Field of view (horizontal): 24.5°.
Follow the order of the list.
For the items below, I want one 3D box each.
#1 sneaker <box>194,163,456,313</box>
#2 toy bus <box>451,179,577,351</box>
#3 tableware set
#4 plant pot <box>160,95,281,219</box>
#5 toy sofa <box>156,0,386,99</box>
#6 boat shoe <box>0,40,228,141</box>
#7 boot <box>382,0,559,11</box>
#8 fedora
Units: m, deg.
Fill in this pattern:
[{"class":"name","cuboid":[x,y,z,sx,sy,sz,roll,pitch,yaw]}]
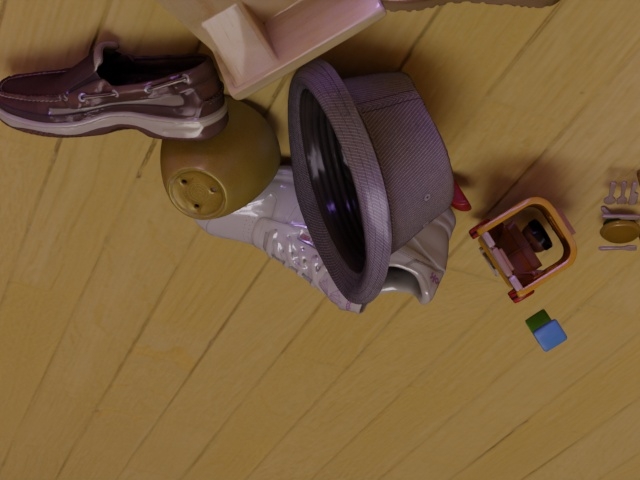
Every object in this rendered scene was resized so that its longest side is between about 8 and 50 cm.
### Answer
[{"class":"sneaker","cuboid":[0.000,0.000,1.689,0.305,0.152,0.114,7,152,4]},{"class":"toy bus","cuboid":[0.238,0.004,1.682,0.104,0.202,0.191,-32,133,5]},{"class":"tableware set","cuboid":[0.372,-0.035,1.678,0.104,0.024,0.154,0,148,6]},{"class":"plant pot","cuboid":[-0.120,-0.076,1.596,0.134,0.095,0.134,8,129,11]},{"class":"toy sofa","cuboid":[-0.102,-0.265,1.070,0.150,0.177,0.362,-29,153,14]},{"class":"boat shoe","cuboid":[-0.222,-0.167,1.536,0.257,0.095,0.095,2,126,11]},{"class":"boot","cuboid":[0.125,-0.308,1.212,0.236,0.089,0.269,-2,150,-5]},{"class":"fedora","cuboid":[0.059,-0.075,1.528,0.124,0.244,0.275,-19,143,-13]}]
